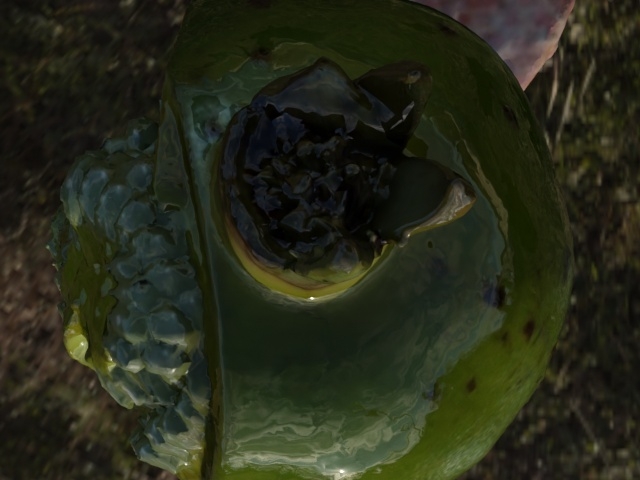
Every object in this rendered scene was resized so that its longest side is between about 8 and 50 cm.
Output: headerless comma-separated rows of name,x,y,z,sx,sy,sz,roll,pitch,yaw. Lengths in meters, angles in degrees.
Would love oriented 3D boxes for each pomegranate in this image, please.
pomegranate,0.000,0.000,0.835,0.260,0.340,0.260,1,83,-9

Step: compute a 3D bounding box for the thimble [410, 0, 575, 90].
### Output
thimble,0.077,-0.162,1.283,0.162,0.239,0.239,28,114,-3
